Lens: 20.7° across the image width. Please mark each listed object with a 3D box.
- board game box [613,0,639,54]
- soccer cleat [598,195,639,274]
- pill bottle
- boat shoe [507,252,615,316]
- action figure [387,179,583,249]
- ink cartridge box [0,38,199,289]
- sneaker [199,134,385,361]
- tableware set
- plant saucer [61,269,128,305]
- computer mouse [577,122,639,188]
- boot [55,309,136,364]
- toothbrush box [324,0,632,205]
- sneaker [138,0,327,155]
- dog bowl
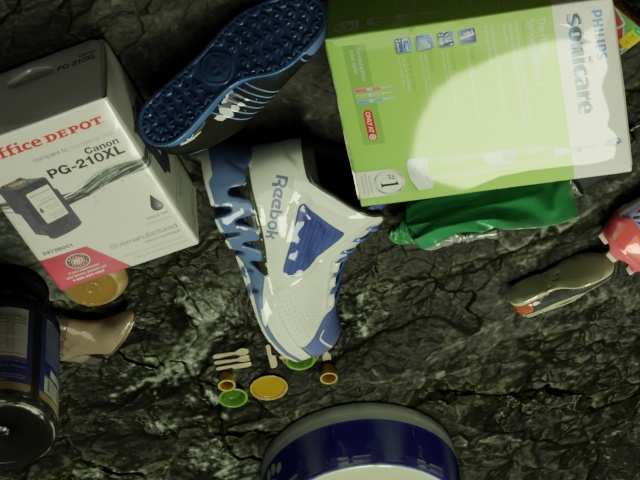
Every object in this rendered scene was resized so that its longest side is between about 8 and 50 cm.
[{"bbox_3d":[0.207,-0.183,1.866,0.124,0.039,0.259,34,125,-32],"label":"board game box"},{"bbox_3d":[0.437,0.026,2.074,0.248,0.083,0.095,31,120,-28],"label":"soccer cleat"},{"bbox_3d":[-0.356,0.137,1.983,0.123,0.219,0.122,-3,135,-3],"label":"pill bottle"},{"bbox_3d":[0.293,0.055,2.103,0.137,0.049,0.043,-23,136,18],"label":"boat shoe"},{"bbox_3d":[0.176,-0.044,1.957,0.232,0.137,0.063,-21,147,25],"label":"action figure"},{"bbox_3d":[-0.255,-0.077,1.865,0.172,0.100,0.237,-19,134,11],"label":"ink cartridge box"},{"bbox_3d":[0.000,-0.001,1.955,0.182,0.127,0.315,-14,133,10],"label":"sneaker"},{"bbox_3d":[-0.056,0.171,2.193,0.154,0.024,0.104,-9,135,1],"label":"tableware set"},{"bbox_3d":[-0.267,0.051,2.053,0.083,0.015,0.083,-3,135,-3],"label":"plant saucer"},{"bbox_3d":[0.356,-0.116,1.944,0.242,0.041,0.071,-30,130,21],"label":"computer mouse"},{"bbox_3d":[-0.285,0.108,2.090,0.087,0.042,0.118,25,127,-25],"label":"boot"},{"bbox_3d":[0.162,-0.165,1.775,0.283,0.122,0.206,-7,126,11],"label":"toothbrush box"},{"bbox_3d":[-0.082,-0.170,1.819,0.232,0.081,0.090,-34,165,10],"label":"sneaker"},{"bbox_3d":[0.055,0.337,2.315,0.265,0.104,0.265,-3,135,-3],"label":"dog bowl"}]
